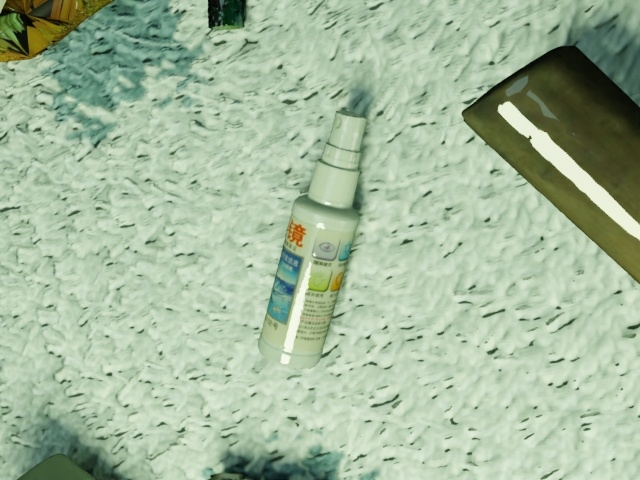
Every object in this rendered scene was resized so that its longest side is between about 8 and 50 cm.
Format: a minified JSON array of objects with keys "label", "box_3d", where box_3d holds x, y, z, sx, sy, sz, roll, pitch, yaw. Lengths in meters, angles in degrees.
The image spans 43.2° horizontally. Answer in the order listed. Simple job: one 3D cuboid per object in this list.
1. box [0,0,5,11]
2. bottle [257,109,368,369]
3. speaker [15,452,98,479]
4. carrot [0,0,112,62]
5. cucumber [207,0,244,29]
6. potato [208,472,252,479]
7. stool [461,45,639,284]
[{"label":"box","box_3d":[-0.325,-0.312,0.719,0.200,0.065,0.343,47,113,30]},{"label":"bottle","box_3d":[0.000,0.000,0.674,0.060,0.060,0.217,21,106,18]},{"label":"speaker","box_3d":[-0.290,0.436,0.802,0.184,0.183,0.406,28,109,10]},{"label":"carrot","box_3d":[-0.214,-0.230,0.723,0.229,0.069,0.069,-24,89,23]},{"label":"cucumber","box_3d":[-0.083,-0.246,0.681,0.032,0.032,0.133,0,98,22]},{"label":"potato","box_3d":[-0.055,0.255,0.725,0.122,0.086,0.061,6,99,15]},{"label":"stool","box_3d":[0.270,-0.055,0.414,0.310,0.310,0.226,-32,88,22]}]
